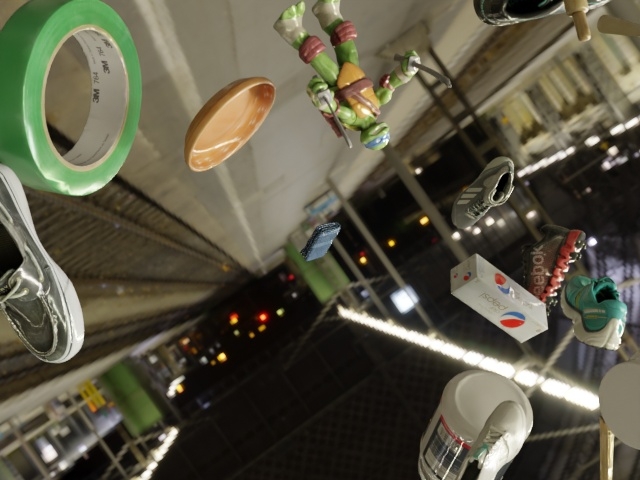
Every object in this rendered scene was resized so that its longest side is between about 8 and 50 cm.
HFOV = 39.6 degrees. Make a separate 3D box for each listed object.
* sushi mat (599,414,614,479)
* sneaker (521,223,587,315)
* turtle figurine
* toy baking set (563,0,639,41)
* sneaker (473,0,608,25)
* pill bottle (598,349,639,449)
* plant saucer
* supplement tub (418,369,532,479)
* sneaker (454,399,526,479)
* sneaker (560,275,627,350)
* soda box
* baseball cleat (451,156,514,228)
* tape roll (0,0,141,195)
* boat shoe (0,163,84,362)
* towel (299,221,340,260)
[{"bbox_3d":[0.586,0.524,1.830,0.019,0.316,0.151,1,178,11],"label":"sushi mat"},{"bbox_3d":[0.545,0.081,2.208,0.276,0.135,0.098,-64,158,6],"label":"sneaker"},{"bbox_3d":[0.061,-0.289,1.444,0.198,0.266,0.275,-33,178,2],"label":"turtle figurine"},{"bbox_3d":[0.381,-0.344,1.127,0.030,0.256,0.197,-4,174,-32],"label":"toy baking set"},{"bbox_3d":[0.368,-0.378,1.329,0.267,0.101,0.106,-19,-162,4],"label":"sneaker"},{"bbox_3d":[0.541,0.219,1.311,0.265,0.153,0.153,-6,161,-37],"label":"pill bottle"},{"bbox_3d":[-0.157,-0.200,1.486,0.200,0.037,0.200,-45,170,-10],"label":"plant saucer"},{"bbox_3d":[0.320,0.420,1.885,0.191,0.191,0.272,-35,152,-36],"label":"supplement tub"},{"bbox_3d":[0.315,0.397,1.673,0.212,0.080,0.094,-61,146,-3],"label":"sneaker"},{"bbox_3d":[0.543,0.121,1.727,0.275,0.107,0.110,-78,-176,-73],"label":"sneaker"},{"bbox_3d":[0.363,0.119,1.803,0.074,0.216,0.069,-37,-150,35],"label":"soda box"},{"bbox_3d":[0.351,-0.089,1.939,0.109,0.072,0.206,-84,-161,-55],"label":"baseball cleat"},{"bbox_3d":[-0.413,-0.236,1.464,0.077,0.321,0.321,11,-162,19],"label":"tape roll"},{"bbox_3d":[-0.474,0.049,1.346,0.121,0.335,0.119,-19,-166,16],"label":"boat shoe"},{"bbox_3d":[0.000,0.000,2.081,0.067,0.029,0.119,-14,151,-32],"label":"towel"}]
